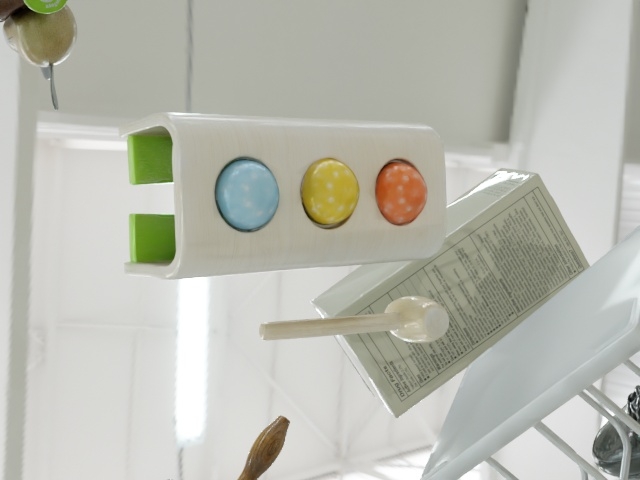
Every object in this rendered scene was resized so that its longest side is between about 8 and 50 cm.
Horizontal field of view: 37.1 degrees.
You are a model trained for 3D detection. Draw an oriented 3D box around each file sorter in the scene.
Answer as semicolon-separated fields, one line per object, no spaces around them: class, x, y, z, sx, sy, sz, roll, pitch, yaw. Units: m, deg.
file sorter;0.259;0.152;0.868;0.173;0.277;0.193;40;-143;-2

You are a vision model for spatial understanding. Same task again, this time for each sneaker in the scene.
sneaker;0.370;0.154;1.002;0.106;0.267;0.101;26;-145;-20

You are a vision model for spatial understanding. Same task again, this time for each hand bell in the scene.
hand bell;-0.109;0.342;1.293;0.242;0.126;0.126;-56;-50;-26

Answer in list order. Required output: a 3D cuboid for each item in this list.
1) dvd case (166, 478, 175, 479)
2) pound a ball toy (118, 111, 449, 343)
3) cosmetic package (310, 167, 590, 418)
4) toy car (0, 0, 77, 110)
dvd case;-0.196;0.426;1.115;0.030;0.179;0.238;27;-89;-31
pound a ball toy;0.000;0.000;0.817;0.319;0.136;0.208;-2;-89;-38
cosmetic package;0.163;0.059;1.188;0.309;0.113;0.160;-33;-76;-7
toy car;-0.344;-0.248;1.101;0.149;0.155;0.188;-18;-46;-10
